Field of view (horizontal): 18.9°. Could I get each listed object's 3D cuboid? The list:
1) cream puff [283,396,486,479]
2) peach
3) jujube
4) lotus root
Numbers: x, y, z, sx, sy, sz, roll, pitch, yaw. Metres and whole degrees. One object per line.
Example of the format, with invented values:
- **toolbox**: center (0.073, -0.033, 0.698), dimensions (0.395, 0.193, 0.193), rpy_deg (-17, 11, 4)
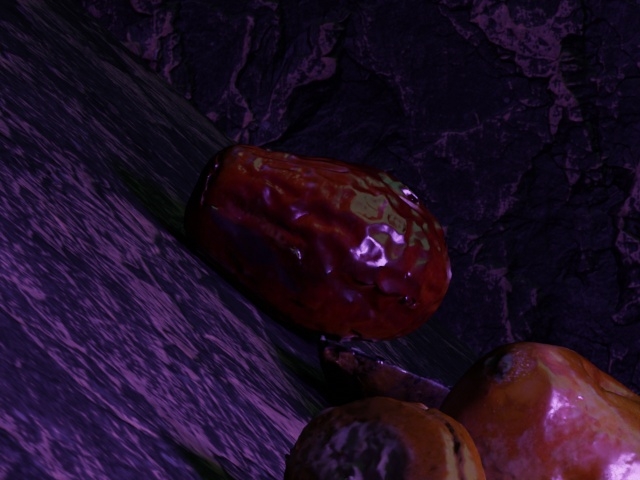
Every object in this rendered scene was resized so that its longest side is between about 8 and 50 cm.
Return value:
- **cream puff**: center (0.042, 0.161, 1.141), dimensions (0.144, 0.126, 0.103), rpy_deg (56, -3, 42)
- **peach**: center (0.191, 0.187, 1.596), dimensions (0.235, 0.214, 0.214), rpy_deg (52, -3, -32)
- **jujube**: center (0.000, 0.000, 2.055), dimensions (0.290, 0.197, 0.197), rpy_deg (24, 8, -13)
- **lotus root**: center (0.093, 0.174, 1.894), dimensions (0.167, 0.078, 0.329), rpy_deg (15, -10, 35)
